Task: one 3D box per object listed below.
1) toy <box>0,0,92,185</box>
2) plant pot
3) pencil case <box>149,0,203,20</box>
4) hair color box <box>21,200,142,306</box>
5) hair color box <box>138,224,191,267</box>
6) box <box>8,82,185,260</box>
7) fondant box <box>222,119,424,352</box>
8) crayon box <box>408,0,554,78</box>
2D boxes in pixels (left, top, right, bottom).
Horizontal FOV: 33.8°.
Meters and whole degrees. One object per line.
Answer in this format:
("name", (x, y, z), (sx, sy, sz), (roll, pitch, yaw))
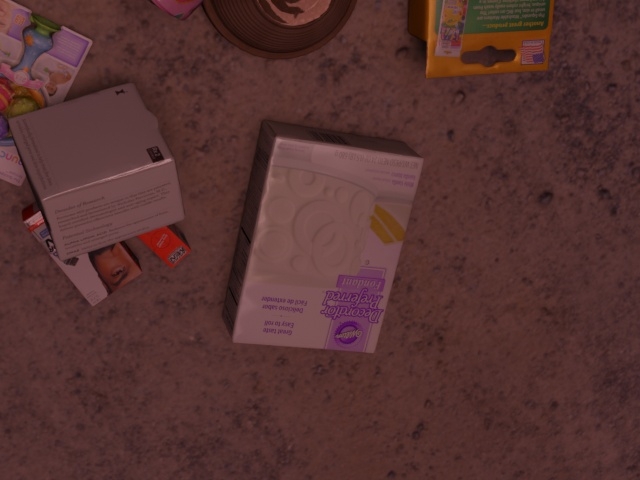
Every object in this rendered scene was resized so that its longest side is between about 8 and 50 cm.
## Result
("toy", (-0.421, -0.194, 1.427), (0.137, 0.056, 0.237), (24, 102, -23))
("plant pot", (-0.048, -0.360, 1.444), (0.237, 0.110, 0.237), (-5, 112, -14))
("pencil case", (-0.130, -0.417, 1.338), (0.124, 0.124, 0.284), (39, 100, -26))
("hair color box", (-0.346, 0.002, 1.531), (0.093, 0.053, 0.167), (-35, 118, -2))
("hair color box", (-0.255, -0.029, 1.535), (0.043, 0.072, 0.141), (-43, 116, 2))
("box", (-0.298, -0.096, 1.409), (0.182, 0.181, 0.119), (-19, 139, -16))
("fondant box", (0.000, 0.000, 1.611), (0.238, 0.096, 0.330), (6, 110, -19))
("crayon box", (0.235, -0.407, 1.524), (0.203, 0.083, 0.323), (-6, 112, -14))
